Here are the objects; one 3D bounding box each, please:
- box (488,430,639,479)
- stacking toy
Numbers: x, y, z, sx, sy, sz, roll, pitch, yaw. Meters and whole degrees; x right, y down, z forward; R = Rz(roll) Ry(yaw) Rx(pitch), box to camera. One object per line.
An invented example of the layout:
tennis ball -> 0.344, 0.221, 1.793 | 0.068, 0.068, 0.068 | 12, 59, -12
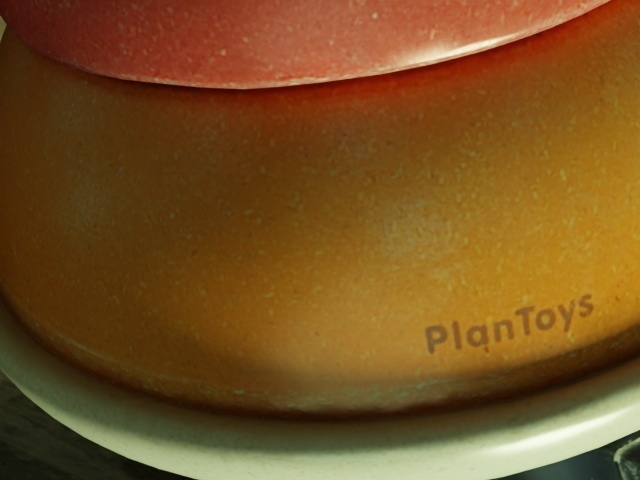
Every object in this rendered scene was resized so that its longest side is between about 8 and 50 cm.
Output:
box -> 0.191, 0.179, 0.735 | 0.182, 0.296, 0.294 | -24, -174, -15
stacking toy -> 0.005, -0.187, 0.534 | 0.350, 0.350, 0.480 | 0, 123, 12
